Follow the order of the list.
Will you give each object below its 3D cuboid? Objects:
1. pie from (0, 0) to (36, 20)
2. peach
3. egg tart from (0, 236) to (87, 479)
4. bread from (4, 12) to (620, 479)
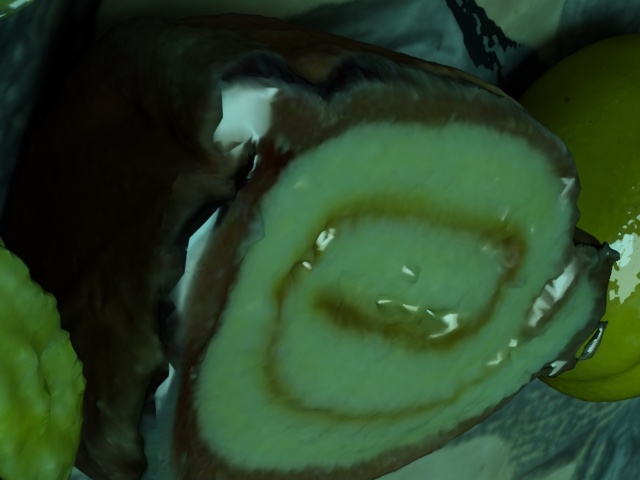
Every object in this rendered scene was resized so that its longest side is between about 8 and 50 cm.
[{"bbox_3d":[-0.134,-0.105,0.492,0.282,0.068,0.128,-29,133,-23],"label":"pie"},{"bbox_3d":[0.142,-0.011,0.794,0.179,0.103,0.179,-27,132,-34],"label":"peach"},{"bbox_3d":[-0.190,0.105,0.498,0.294,0.123,0.294,-18,134,-20],"label":"egg tart"},{"bbox_3d":[-0.004,0.011,0.651,0.244,0.123,0.190,6,112,-46],"label":"bread"}]
